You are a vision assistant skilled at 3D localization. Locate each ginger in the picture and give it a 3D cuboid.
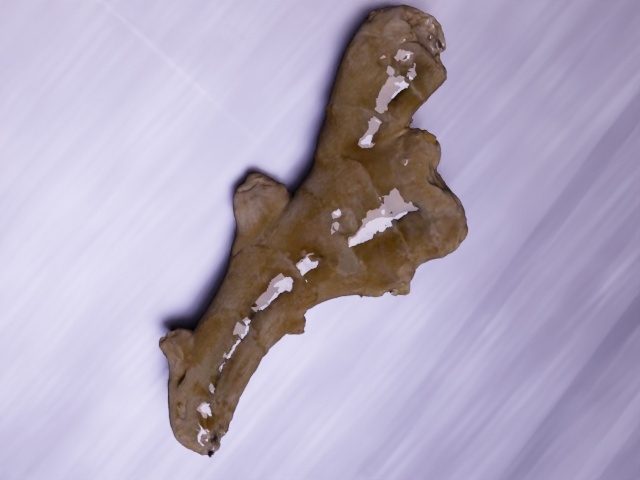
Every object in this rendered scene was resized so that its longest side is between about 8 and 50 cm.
[{"bbox_3d":[0.000,0.000,1.347,0.148,0.081,0.334,40,92,-9],"label":"ginger"}]
